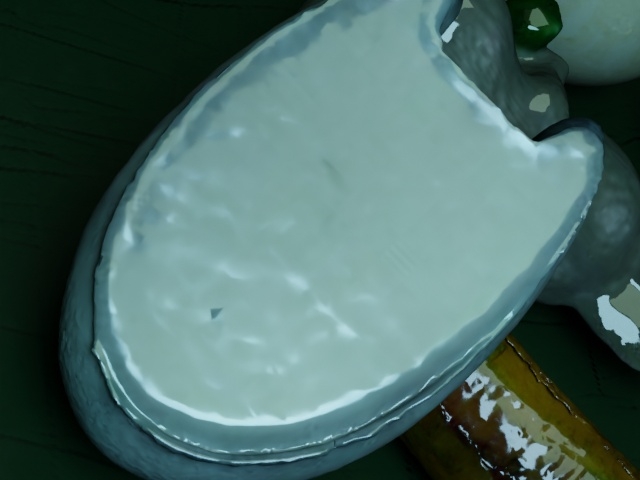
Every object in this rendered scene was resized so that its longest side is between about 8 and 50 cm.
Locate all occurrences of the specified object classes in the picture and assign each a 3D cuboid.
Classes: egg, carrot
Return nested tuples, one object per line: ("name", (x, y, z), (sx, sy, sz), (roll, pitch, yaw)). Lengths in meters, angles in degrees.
("egg", (0.143, -0.137, 0.678), (0.152, 0.114, 0.114), (-15, 68, -45))
("carrot", (0.090, 0.093, 0.502), (0.260, 0.070, 0.070), (49, 44, 6))

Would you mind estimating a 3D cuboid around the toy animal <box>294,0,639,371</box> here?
("toy animal", (0.075, -0.026, 0.574), (0.236, 0.138, 0.108), (50, -3, -25))

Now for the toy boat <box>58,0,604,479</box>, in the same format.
("toy boat", (0.000, 0.000, 0.456), (0.134, 0.079, 0.207), (46, 72, -4))
